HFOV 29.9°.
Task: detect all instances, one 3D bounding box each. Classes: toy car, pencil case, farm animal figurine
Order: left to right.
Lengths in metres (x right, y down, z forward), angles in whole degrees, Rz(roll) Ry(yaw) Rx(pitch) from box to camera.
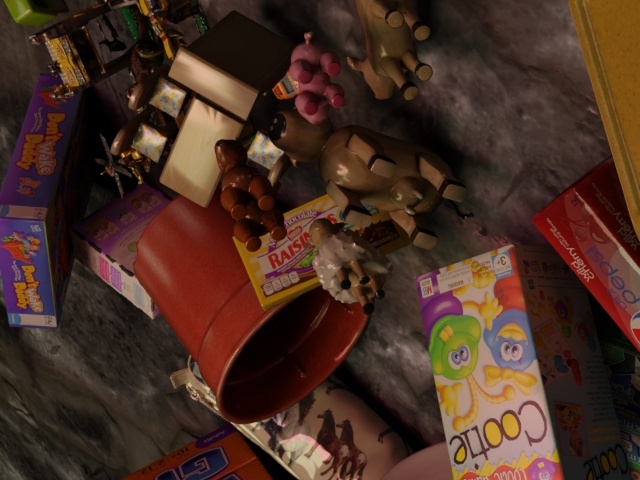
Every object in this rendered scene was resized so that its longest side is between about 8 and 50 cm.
[{"bbox_3d":[-0.033,-0.169,1.576,0.060,0.040,0.122,11,126,45],"label":"toy car"},{"bbox_3d":[-0.029,0.282,1.826,0.410,0.183,0.160,40,166,20],"label":"pencil case"},{"bbox_3d":[0.039,-0.118,1.383,0.326,0.330,0.172,36,-166,-33],"label":"farm animal figurine"}]

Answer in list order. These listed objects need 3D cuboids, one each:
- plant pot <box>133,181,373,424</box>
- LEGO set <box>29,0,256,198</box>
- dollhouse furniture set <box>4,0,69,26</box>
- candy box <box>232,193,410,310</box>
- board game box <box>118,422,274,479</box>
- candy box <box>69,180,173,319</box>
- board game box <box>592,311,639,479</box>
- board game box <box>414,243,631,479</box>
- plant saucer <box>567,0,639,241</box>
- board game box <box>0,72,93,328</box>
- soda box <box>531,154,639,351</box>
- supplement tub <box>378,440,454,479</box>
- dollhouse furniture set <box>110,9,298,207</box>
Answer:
[{"bbox_3d":[-0.113,0.071,1.703,0.265,0.272,0.272,45,145,28],"label":"plant pot"},{"bbox_3d":[-0.260,-0.211,1.677,0.255,0.192,0.331,12,128,45],"label":"LEGO set"},{"bbox_3d":[-0.304,-0.445,1.621,0.301,0.151,0.198,-27,91,26],"label":"dollhouse furniture set"},{"bbox_3d":[0.000,0.000,1.531,0.027,0.205,0.105,65,180,-69],"label":"candy box"},{"bbox_3d":[-0.198,0.596,2.048,0.357,0.356,0.356,68,167,-19],"label":"board game box"},{"bbox_3d":[-0.272,0.012,1.904,0.196,0.165,0.070,35,141,27],"label":"candy box"},{"bbox_3d":[0.306,0.175,1.458,0.317,0.046,0.214,21,135,38],"label":"board game box"},{"bbox_3d":[0.223,0.158,1.331,0.142,0.144,0.275,-22,72,39],"label":"board game box"},{"bbox_3d":[0.335,-0.157,0.992,0.332,0.081,0.333,-35,64,56],"label":"plant saucer"},{"bbox_3d":[-0.433,-0.066,1.901,0.078,0.347,0.233,4,135,-2],"label":"board game box"},{"bbox_3d":[0.348,0.043,1.254,0.263,0.092,0.083,51,147,5],"label":"soda box"},{"bbox_3d":[0.217,0.455,1.640,0.228,0.228,0.316,-5,114,52],"label":"supplement tub"},{"bbox_3d":[-0.140,-0.143,1.506,0.212,0.161,0.242,30,122,3],"label":"dollhouse furniture set"}]
